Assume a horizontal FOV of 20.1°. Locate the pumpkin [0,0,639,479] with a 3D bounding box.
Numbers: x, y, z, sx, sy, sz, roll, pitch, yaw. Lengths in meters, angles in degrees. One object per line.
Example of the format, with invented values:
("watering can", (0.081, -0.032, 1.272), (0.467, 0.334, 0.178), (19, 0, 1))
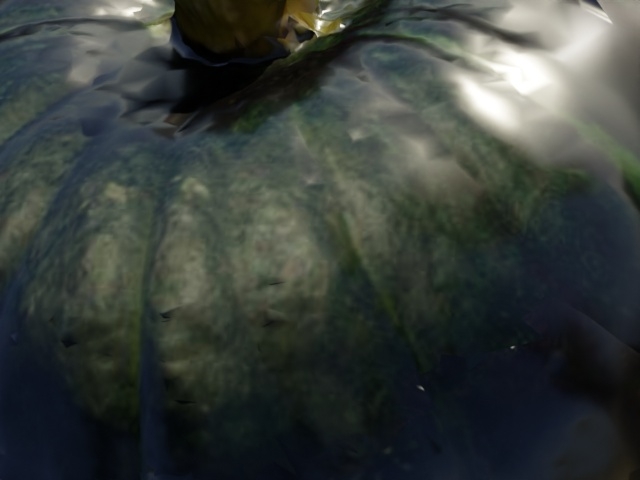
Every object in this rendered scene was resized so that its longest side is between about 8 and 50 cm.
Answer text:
("pumpkin", (0.000, 0.000, 0.427), (0.250, 0.216, 0.250), (-11, 45, 11))
